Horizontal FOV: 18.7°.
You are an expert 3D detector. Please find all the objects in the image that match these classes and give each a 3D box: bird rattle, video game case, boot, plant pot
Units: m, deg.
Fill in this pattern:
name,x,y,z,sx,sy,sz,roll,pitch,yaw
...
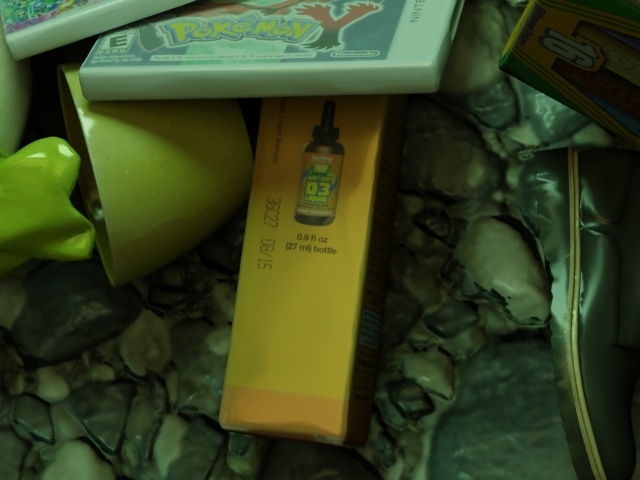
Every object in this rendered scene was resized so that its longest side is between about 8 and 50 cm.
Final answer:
name,x,y,z,sx,sy,sz,roll,pitch,yaw
bird rattle,-0.243,-0.039,1.175,0.253,0.143,0.207,-23,48,43
video game case,-0.115,-0.165,1.140,0.157,0.019,0.143,-19,33,-3
boot,0.195,0.039,1.073,0.137,0.077,0.198,-6,82,8
video game case,-0.018,-0.137,1.109,0.201,0.183,0.023,-1,125,14
plant pot,-0.092,-0.049,1.137,0.095,0.134,0.134,-15,78,-10

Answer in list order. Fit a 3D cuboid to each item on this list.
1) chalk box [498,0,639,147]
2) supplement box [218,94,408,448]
name,x,y,z,sx,sy,sz,roll,pitch,yaw
chalk box,0.267,-0.114,0.991,0.289,0.179,0.180,31,78,2
supplement box,0.000,0.000,1.124,0.078,0.080,0.233,6,86,14
